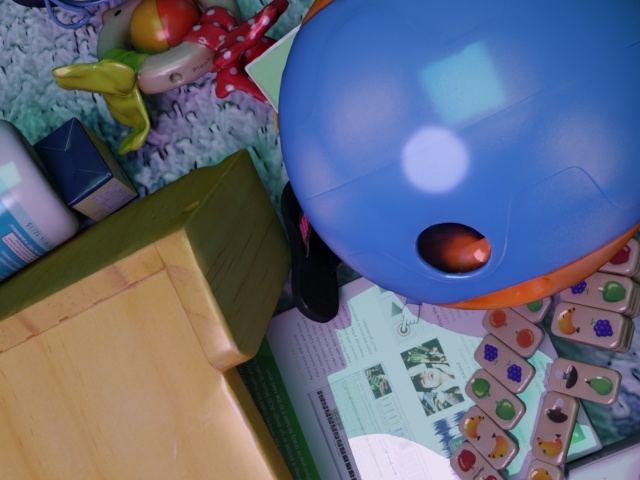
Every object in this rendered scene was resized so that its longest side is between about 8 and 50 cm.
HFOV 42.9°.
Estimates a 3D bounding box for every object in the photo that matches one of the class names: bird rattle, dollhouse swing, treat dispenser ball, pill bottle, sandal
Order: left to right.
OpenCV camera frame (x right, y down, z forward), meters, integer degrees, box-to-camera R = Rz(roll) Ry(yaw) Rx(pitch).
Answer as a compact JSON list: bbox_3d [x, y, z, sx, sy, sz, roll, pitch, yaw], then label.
[{"bbox_3d":[-0.398,-0.001,0.843,0.264,0.146,0.146,-34,74,-9],"label":"pill bottle"},{"bbox_3d":[-0.165,0.150,0.784,0.347,0.315,0.305,-27,107,18],"label":"dollhouse swing"},{"bbox_3d":[-0.155,-0.215,0.863,0.253,0.143,0.207,-26,51,12],"label":"bird rattle"},{"bbox_3d":[0.000,0.000,0.792,0.040,0.067,0.179,-44,36,33],"label":"sandal"},{"bbox_3d":[0.112,-0.093,0.604,0.288,0.288,0.288,-2,80,14],"label":"treat dispenser ball"}]

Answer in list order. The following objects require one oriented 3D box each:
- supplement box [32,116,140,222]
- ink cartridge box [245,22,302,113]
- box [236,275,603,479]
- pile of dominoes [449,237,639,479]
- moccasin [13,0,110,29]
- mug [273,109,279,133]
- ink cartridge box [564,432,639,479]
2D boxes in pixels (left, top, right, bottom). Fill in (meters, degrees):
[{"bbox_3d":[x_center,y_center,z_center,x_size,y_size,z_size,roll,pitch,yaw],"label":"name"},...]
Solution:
[{"bbox_3d":[-0.252,-0.074,0.886,0.056,0.083,0.083,-35,74,0],"label":"supplement box"},{"bbox_3d":[0.063,-0.121,0.800,0.171,0.056,0.235,-36,88,6],"label":"ink cartridge box"},{"bbox_3d":[0.068,0.148,0.784,0.322,0.058,0.232,-24,75,8],"label":"box"},{"bbox_3d":[0.199,0.118,0.662,0.196,0.040,0.251,11,83,42],"label":"pile of dominoes"},{"bbox_3d":[-0.295,-0.298,0.889,0.342,0.138,0.117,26,79,48],"label":"moccasin"},{"bbox_3d":[-0.006,-0.130,0.855,0.062,0.078,0.064,1,89,-28],"label":"mug"},{"bbox_3d":[0.331,0.224,0.685,0.208,0.087,0.153,-24,76,8],"label":"ink cartridge box"}]
